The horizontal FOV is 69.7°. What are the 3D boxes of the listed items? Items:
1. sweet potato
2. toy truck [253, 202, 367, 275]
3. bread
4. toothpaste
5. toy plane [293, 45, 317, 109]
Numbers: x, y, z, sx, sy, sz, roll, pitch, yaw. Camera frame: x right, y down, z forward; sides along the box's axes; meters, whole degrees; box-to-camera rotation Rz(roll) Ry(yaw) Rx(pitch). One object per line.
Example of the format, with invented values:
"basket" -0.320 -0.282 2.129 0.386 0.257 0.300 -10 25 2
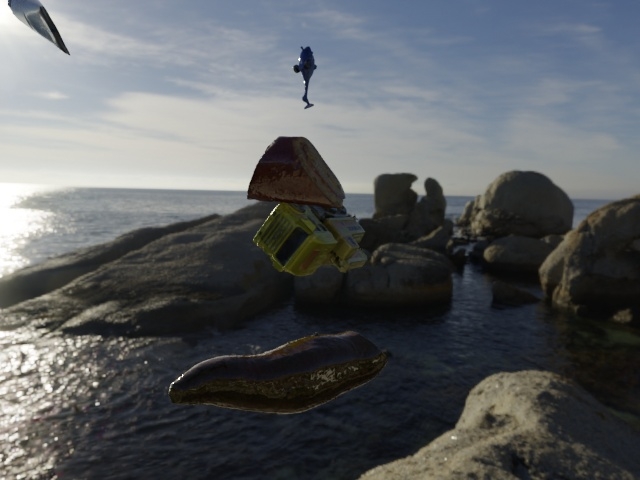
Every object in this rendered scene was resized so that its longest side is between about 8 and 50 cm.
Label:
"sweet potato" -0.038 0.140 0.473 0.243 0.077 0.077 -3 7 -35
"toy truck" 0.000 0.000 0.950 0.157 0.124 0.272 46 21 20
"bread" -0.055 -0.117 0.795 0.192 0.119 0.067 4 30 23
"toothpaste" -0.549 -0.431 0.890 0.057 0.089 0.234 -35 52 -20
"toy plane" -0.034 -0.435 1.217 0.054 0.167 0.062 -4 -9 43
